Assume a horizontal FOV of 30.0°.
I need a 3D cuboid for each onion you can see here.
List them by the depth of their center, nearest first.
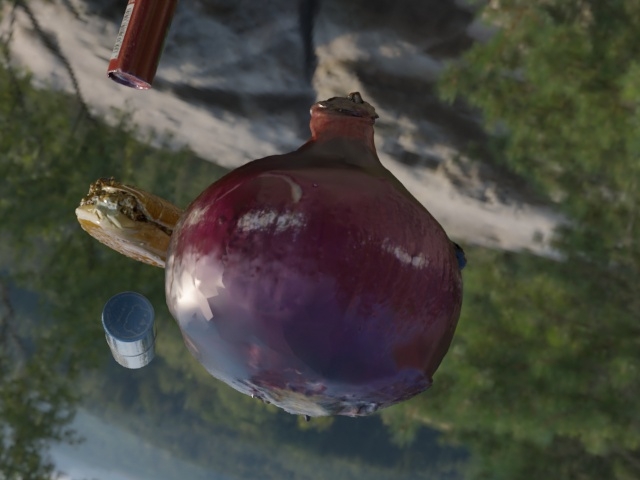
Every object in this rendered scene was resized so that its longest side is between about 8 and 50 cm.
[{"bbox_3d":[0.000,0.000,1.339,0.348,0.385,0.348,8,161,3],"label":"onion"}]

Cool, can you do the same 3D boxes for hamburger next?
[{"bbox_3d":[-0.227,-0.021,1.490,0.147,0.083,0.138,33,171,-38],"label":"hamburger"}]

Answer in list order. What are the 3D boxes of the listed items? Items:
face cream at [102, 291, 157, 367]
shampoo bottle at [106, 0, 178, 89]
[{"bbox_3d":[-0.285,0.138,1.806,0.077,0.077,0.250,20,165,-1],"label":"face cream"},{"bbox_3d":[-0.264,-0.399,1.929,0.076,0.314,0.118,17,174,-8],"label":"shampoo bottle"}]
